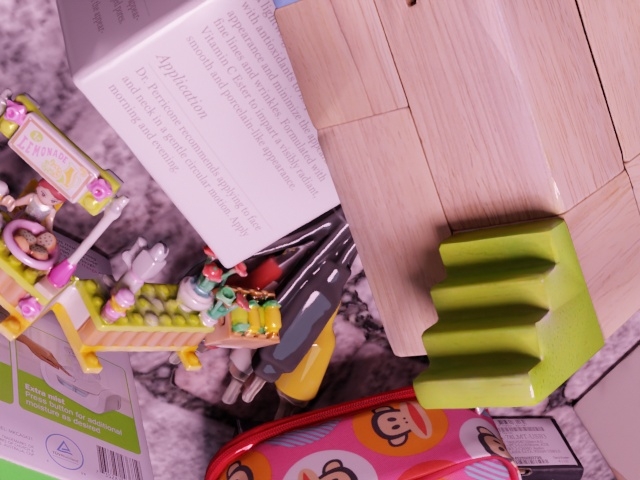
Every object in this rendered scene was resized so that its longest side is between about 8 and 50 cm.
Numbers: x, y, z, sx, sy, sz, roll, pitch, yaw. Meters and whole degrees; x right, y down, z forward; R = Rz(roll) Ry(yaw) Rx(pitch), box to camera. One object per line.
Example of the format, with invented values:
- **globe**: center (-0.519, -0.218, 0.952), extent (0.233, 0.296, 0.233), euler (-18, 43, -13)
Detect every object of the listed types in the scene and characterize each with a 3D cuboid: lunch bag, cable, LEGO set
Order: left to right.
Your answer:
- **LEGO set**: center (-0.117, -0.007, 0.672), extent (0.287, 0.132, 0.107), euler (32, 118, -23)
- **cable**: center (0.000, 0.000, 0.821), extent (0.139, 0.072, 0.287), euler (34, 98, -18)
- **lunch bag**: center (0.060, 0.246, 0.880), extent (0.258, 0.120, 0.293), euler (-15, 126, -9)

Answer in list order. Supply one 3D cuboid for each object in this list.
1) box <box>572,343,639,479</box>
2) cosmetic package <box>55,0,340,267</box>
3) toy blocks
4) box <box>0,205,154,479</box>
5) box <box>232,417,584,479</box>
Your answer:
- **box**: center (0.342, 0.220, 0.921), extent (0.148, 0.311, 0.121), euler (31, 111, -34)
- **cosmetic package**: center (-0.025, -0.117, 0.640), extent (0.184, 0.151, 0.151), euler (-30, 130, 5)
- **toy blocks**: center (0.108, -0.130, 0.508), extent (0.381, 0.191, 0.260), euler (-30, 105, -44)
- **box**: center (-0.240, 0.064, 0.653), extent (0.262, 0.231, 0.127), euler (28, 113, -34)
- **box**: center (0.042, 0.281, 1.019), extent (0.293, 0.073, 0.295), euler (4, 123, -19)
